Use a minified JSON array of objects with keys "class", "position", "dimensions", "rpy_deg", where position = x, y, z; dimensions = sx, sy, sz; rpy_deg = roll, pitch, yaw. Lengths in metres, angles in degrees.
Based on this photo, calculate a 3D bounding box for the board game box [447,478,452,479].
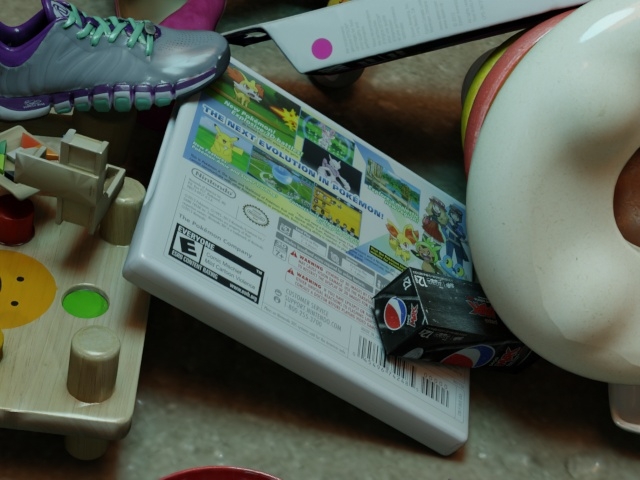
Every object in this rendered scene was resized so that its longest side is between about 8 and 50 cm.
[{"class":"board game box","position":[0.115,0.246,1.018],"dimensions":[0.090,0.020,0.090],"rpy_deg":[33,46,17]}]

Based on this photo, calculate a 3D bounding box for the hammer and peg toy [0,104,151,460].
[{"class":"hammer and peg toy","position":[-0.272,0.012,1.078],"dimensions":[0.266,0.127,0.361],"rpy_deg":[8,40,-8]}]

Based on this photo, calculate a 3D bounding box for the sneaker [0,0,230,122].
[{"class":"sneaker","position":[-0.190,-0.165,1.096],"dimensions":[0.224,0.098,0.083],"rpy_deg":[-12,41,-7]}]

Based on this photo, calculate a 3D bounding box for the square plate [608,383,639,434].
[{"class":"square plate","position":[0.432,0.089,1.248],"dimensions":[0.344,0.049,0.347],"rpy_deg":[11,43,-3]}]

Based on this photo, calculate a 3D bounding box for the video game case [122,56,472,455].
[{"class":"video game case","position":[0.000,0.000,1.138],"dimensions":[0.329,0.036,0.300],"rpy_deg":[31,39,-19]}]

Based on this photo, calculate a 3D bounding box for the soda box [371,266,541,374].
[{"class":"soda box","position":[0.126,0.073,1.113],"dimensions":[0.169,0.053,0.060],"rpy_deg":[13,49,-39]}]

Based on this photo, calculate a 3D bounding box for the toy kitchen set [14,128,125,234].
[{"class":"toy kitchen set","position":[-0.198,-0.065,1.022],"dimensions":[0.068,0.083,0.075],"rpy_deg":[17,40,3]}]

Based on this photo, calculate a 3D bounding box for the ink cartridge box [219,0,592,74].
[{"class":"ink cartridge box","position":[0.084,-0.215,1.264],"dimensions":[0.371,0.069,0.176],"rpy_deg":[-10,5,10]}]

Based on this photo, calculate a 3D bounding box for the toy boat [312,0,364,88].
[{"class":"toy boat","position":[0.020,-0.311,1.500],"dimensions":[0.268,0.148,0.318],"rpy_deg":[11,35,-12]}]

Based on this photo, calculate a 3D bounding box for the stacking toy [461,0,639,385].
[{"class":"stacking toy","position":[0.247,-0.110,1.215],"dimensions":[0.351,0.350,0.480],"rpy_deg":[2,20,-13]}]

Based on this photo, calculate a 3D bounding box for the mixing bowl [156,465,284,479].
[{"class":"mixing bowl","position":[-0.071,0.259,0.895],"dimensions":[0.181,0.098,0.181],"rpy_deg":[8,43,-8]}]

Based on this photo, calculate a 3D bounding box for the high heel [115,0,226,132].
[{"class":"high heel","position":[-0.178,-0.256,1.328],"dimensions":[0.127,0.181,0.377],"rpy_deg":[-34,52,11]}]

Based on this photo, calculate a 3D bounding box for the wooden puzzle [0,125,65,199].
[{"class":"wooden puzzle","position":[-0.251,-0.067,1.064],"dimensions":[0.078,0.014,0.116],"rpy_deg":[29,42,17]}]
